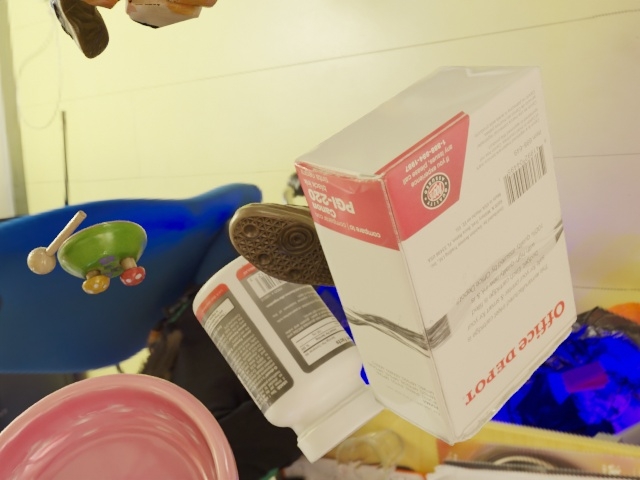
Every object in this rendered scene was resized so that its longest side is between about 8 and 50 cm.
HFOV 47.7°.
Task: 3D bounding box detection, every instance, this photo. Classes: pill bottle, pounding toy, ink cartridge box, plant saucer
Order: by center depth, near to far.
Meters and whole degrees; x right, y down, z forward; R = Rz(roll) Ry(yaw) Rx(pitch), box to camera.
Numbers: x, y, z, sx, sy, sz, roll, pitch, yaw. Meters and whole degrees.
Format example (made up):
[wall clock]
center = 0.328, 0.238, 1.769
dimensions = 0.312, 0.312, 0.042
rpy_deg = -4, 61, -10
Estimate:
[ink cartridge box]
center = 0.093, 0.007, 0.513
dimensions = 0.092, 0.158, 0.218
rpy_deg = 17, 135, 49
[plant saucer]
center = -0.244, 0.314, 0.804
dimensions = 0.332, 0.332, 0.084
rpy_deg = 28, 153, 30
[pill bottle]
center = -0.055, 0.206, 1.329
dimensions = 0.210, 0.210, 0.363
rpy_deg = -46, 73, 32
[pounding toy]
center = -0.445, 0.049, 1.465
dimensions = 0.182, 0.237, 0.110
rpy_deg = -33, 68, 18

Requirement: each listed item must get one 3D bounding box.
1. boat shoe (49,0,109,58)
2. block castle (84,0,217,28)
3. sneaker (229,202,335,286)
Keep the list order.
[boat shoe]
center = -0.412, -0.397, 1.196
dimensions = 0.073, 0.080, 0.224
rpy_deg = 33, 155, 16
[block castle]
center = -0.188, -0.272, 0.308
dimensions = 0.303, 0.453, 0.213
rpy_deg = 4, 87, 56
[sneaker]
center = 0.000, 0.000, 0.669
dimensions = 0.066, 0.188, 0.071
rpy_deg = -57, 29, 27
